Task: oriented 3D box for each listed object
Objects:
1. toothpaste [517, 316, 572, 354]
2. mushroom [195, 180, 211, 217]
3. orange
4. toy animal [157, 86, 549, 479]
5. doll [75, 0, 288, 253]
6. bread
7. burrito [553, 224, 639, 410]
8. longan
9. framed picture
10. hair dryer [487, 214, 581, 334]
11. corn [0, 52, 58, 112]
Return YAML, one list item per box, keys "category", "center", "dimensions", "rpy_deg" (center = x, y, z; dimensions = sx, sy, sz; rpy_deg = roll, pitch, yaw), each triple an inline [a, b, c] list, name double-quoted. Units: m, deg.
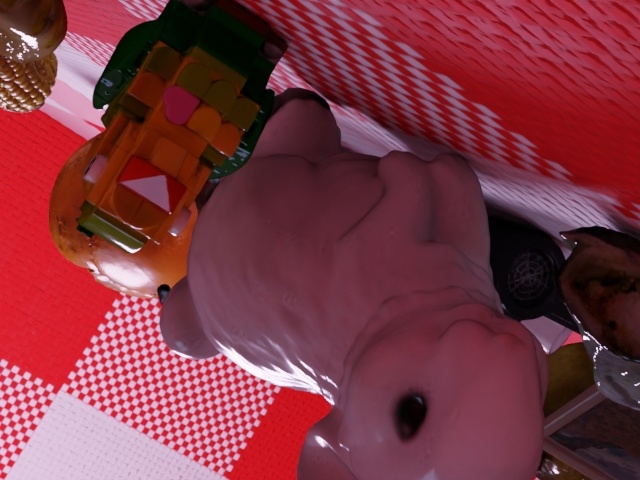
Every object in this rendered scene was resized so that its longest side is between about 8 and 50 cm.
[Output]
- category: "toothpaste"
  center: [0.144, 0.031, 1.444]
  dimensions: [0.193, 0.045, 0.071]
  rpy_deg: [36, 170, 19]
- category: "mushroom"
  center: [0.000, 0.000, 1.394]
  dimensions: [0.253, 0.153, 0.253]
  rpy_deg: [31, 166, 9]
- category: "orange"
  center: [-0.239, -0.038, 2.106]
  dimensions: [0.240, 0.240, 0.240]
  rpy_deg: [31, 176, 2]
- category: "toy animal"
  center: [0.028, 0.065, 1.045]
  dimensions: [0.194, 0.258, 0.357]
  rpy_deg: [25, -158, -32]
- category: "doll"
  center: [-0.096, -0.076, 1.007]
  dimensions: [0.106, 0.186, 0.134]
  rpy_deg: [33, 147, -18]
- category: "bread"
  center: [-0.255, -0.198, 1.267]
  dimensions: [0.157, 0.083, 0.094]
  rpy_deg: [32, 174, -41]
- category: "burrito"
  center: [0.221, 0.068, 1.016]
  dimensions: [0.144, 0.089, 0.229]
  rpy_deg: [32, 175, 24]
- category: "longan"
  center: [0.250, 0.180, 1.552]
  dimensions: [0.145, 0.176, 0.154]
  rpy_deg: [19, 138, 60]
- category: "framed picture"
  center: [0.338, 0.199, 1.437]
  dimensions: [0.250, 0.016, 0.184]
  rpy_deg: [33, 136, -14]
- category: "hair dryer"
  center: [0.200, 0.051, 1.224]
  dimensions: [0.255, 0.070, 0.128]
  rpy_deg: [25, 178, -26]
- category: "corn"
  center: [-0.405, -0.241, 1.795]
  dimensions: [0.106, 0.106, 0.293]
  rpy_deg: [28, 172, 37]
